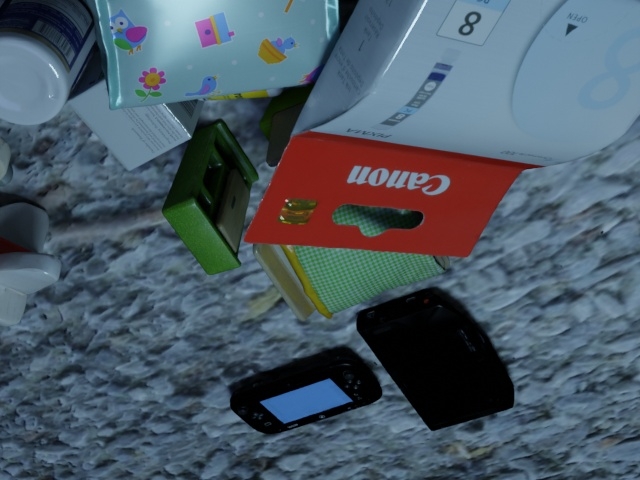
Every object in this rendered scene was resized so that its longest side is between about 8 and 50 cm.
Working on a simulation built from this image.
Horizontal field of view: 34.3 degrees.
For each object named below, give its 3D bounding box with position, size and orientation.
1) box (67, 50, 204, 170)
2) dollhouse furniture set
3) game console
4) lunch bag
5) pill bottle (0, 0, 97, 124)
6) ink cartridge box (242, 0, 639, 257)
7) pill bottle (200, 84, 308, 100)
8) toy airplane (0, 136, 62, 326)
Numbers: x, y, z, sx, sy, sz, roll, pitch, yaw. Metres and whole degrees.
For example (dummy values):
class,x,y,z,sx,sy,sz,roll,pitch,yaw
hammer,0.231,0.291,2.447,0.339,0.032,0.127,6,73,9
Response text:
class,x,y,z,sx,sy,sz,roll,pitch,yaw
box,-0.185,-0.149,1.064,0.087,0.101,0.102,-25,122,25
dollhouse furniture set,0.000,0.000,1.138,0.197,0.151,0.301,-19,126,20
game console,0.057,0.192,1.366,0.361,0.044,0.213,-21,125,23
lunch bag,-0.099,-0.263,0.897,0.223,0.160,0.262,-9,132,-11
pill bottle,-0.267,-0.193,0.991,0.094,0.169,0.094,3,130,4
ink cartridge box,0.136,-0.103,0.986,0.308,0.091,0.385,4,131,-33
pill bottle,-0.071,-0.177,1.053,0.116,0.065,0.065,-3,130,8
toy airplane,-0.470,-0.038,1.118,0.386,0.273,0.384,-10,167,3
